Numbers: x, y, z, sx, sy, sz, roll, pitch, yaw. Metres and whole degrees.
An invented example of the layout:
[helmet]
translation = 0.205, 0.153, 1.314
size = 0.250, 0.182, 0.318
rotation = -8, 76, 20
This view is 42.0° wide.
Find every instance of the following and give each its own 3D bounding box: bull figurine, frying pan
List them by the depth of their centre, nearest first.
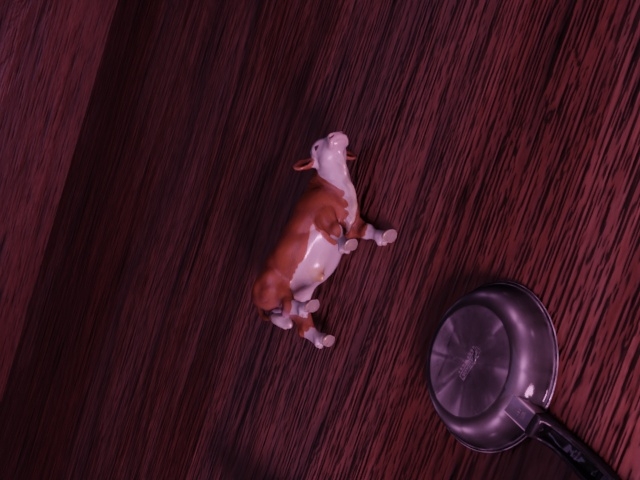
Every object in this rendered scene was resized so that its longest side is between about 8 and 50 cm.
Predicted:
[frying pan]
translation = 0.198, 0.189, 0.910
size = 0.197, 0.053, 0.326
rotation = -50, 39, 35
[bull figurine]
translation = 0.000, 0.000, 1.215
size = 0.188, 0.101, 0.310
rotation = 46, 116, 50
